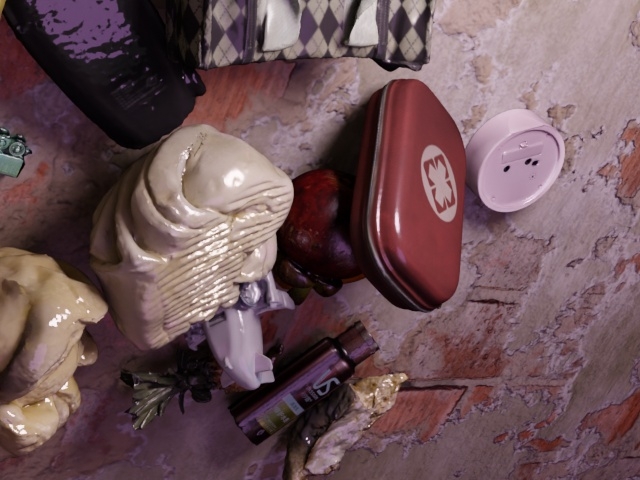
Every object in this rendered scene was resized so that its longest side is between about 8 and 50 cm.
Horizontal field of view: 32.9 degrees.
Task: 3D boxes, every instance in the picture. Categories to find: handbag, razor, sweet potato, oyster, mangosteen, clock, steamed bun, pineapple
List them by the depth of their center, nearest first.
[{"bbox_3d":[-0.014,-0.392,1.578,0.416,0.180,0.317,-9,108,-28],"label":"handbag"},{"bbox_3d":[-0.310,-0.282,1.589,0.189,0.107,0.327,-35,134,0],"label":"razor"},{"bbox_3d":[-0.474,0.186,1.708,0.230,0.325,0.372,16,110,-34],"label":"steamed bun"},{"bbox_3d":[-0.229,-0.024,1.749,0.339,0.247,0.352,-33,146,-25],"label":"steamed bun"},{"bbox_3d":[0.000,0.000,1.910,0.215,0.215,0.258,16,115,-37],"label":"mangosteen"},{"bbox_3d":[-0.240,0.264,2.043,0.277,0.119,0.130,-14,138,-21],"label":"pineapple"},{"bbox_3d":[0.374,-0.154,2.107,0.196,0.068,0.197,-16,130,-19],"label":"clock"},{"bbox_3d":[-0.126,0.262,2.164,0.153,0.038,0.041,-39,157,0],"label":"sweet potato"},{"bbox_3d":[0.032,0.380,2.268,0.341,0.166,0.110,-41,112,18],"label":"oyster"}]

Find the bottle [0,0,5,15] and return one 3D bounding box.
[{"bbox_3d":[-0.432,-0.455,1.349,0.171,0.171,0.351,11,115,-35],"label":"bottle"}]

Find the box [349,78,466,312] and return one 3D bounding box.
[{"bbox_3d":[0.156,-0.081,1.840,0.108,0.404,0.263,-13,143,31],"label":"box"}]

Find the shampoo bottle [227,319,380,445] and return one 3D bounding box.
[{"bbox_3d":[-0.028,0.286,2.205,0.323,0.084,0.129,-35,137,-2],"label":"shampoo bottle"}]

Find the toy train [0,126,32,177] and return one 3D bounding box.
[{"bbox_3d":[-0.508,-0.140,1.632,0.147,0.038,0.071,15,118,-38],"label":"toy train"}]

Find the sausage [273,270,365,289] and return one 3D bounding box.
[{"bbox_3d":[0.003,0.052,2.050,0.197,0.076,0.076,-9,128,-22],"label":"sausage"}]

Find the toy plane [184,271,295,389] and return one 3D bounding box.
[{"bbox_3d":[-0.152,0.144,1.935,0.118,0.252,0.252,-2,128,-54],"label":"toy plane"}]
